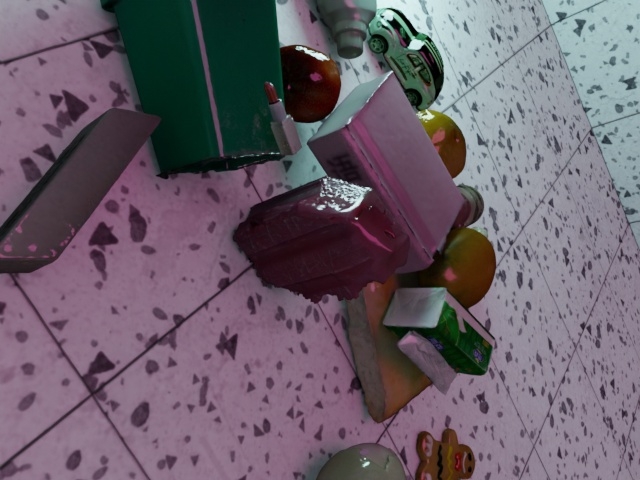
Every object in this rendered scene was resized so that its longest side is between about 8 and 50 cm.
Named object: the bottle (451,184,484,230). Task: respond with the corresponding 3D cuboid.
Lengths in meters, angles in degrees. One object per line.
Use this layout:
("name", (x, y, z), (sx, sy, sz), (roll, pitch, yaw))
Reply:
("bottle", (0.359, -0.085, 1.618), (0.253, 0.120, 0.121), (-18, 92, -66))

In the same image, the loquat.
("loquat", (0.286, -0.232, 1.597), (0.187, 0.176, 0.234), (-37, 125, -4))

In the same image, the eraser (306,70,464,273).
("eraser", (0.154, -0.144, 1.325), (0.359, 0.122, 0.272), (55, 43, -22))

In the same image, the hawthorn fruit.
("hawthorn fruit", (-0.030, -0.337, 1.314), (0.188, 0.169, 0.169), (-14, 89, -57))

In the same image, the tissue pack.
("tissue pack", (0.250, 0.218, 1.312), (0.209, 0.148, 0.156), (44, 57, -30))

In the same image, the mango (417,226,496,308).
("mango", (0.316, 0.074, 1.408), (0.254, 0.139, 0.176), (-35, 101, -43))

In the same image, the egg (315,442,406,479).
("egg", (0.080, 0.490, 1.172), (0.217, 0.183, 0.183), (-40, 108, -44))

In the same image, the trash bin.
("trash bin", (-0.185, -0.316, 1.064), (0.259, 0.295, 0.381), (-15, 96, -46))

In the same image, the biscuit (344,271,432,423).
("biscuit", (0.205, 0.139, 1.459), (0.446, 0.104, 0.430), (-21, 95, -44))

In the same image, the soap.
("soap", (0.000, 0.000, 1.126), (0.220, 0.324, 0.127), (53, 51, -19))

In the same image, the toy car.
("toy car", (0.251, -0.507, 1.673), (0.306, 0.125, 0.136), (54, 47, -23))

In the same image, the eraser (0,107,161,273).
("eraser", (-0.375, -0.079, 0.914), (0.077, 0.111, 0.353), (44, 51, -26))

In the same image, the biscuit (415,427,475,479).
("biscuit", (0.317, 0.548, 1.509), (0.240, 0.035, 0.158), (17, 70, -42))

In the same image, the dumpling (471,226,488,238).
("dumpling", (0.468, -0.009, 1.822), (0.076, 0.057, 0.052), (-63, 165, -8))

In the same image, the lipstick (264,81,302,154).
("lipstick", (-0.068, -0.205, 1.014), (0.030, 0.030, 0.129), (-48, 132, -36))

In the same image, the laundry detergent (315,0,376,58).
("laundry detergent", (0.052, -0.653, 1.514), (0.264, 0.124, 0.398), (10, 74, -45))
